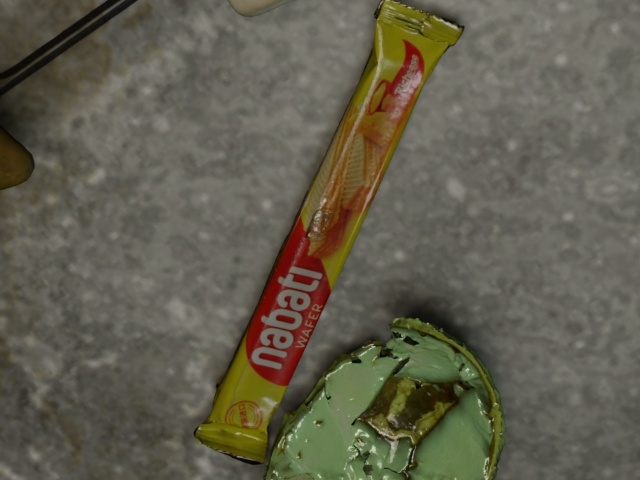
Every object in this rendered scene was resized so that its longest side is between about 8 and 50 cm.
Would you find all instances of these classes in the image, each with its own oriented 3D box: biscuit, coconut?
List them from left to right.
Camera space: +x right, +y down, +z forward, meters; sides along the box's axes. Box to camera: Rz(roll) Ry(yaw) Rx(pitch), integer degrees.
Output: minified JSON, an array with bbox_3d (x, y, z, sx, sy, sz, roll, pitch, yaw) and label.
[{"bbox_3d":[0.000,0.000,1.088,0.048,0.026,0.292,16,112,-19],"label":"biscuit"},{"bbox_3d":[0.042,0.119,1.107,0.158,0.055,0.133,-34,103,19],"label":"coconut"}]

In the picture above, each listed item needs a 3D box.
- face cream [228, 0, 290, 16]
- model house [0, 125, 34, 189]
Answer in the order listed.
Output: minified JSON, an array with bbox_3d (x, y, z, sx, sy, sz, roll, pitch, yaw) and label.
[{"bbox_3d":[-0.060,-0.293,0.958,0.173,0.081,0.348,-25,104,28],"label":"face cream"},{"bbox_3d":[-0.296,-0.085,1.039,0.291,0.184,0.253,21,105,-14],"label":"model house"}]
